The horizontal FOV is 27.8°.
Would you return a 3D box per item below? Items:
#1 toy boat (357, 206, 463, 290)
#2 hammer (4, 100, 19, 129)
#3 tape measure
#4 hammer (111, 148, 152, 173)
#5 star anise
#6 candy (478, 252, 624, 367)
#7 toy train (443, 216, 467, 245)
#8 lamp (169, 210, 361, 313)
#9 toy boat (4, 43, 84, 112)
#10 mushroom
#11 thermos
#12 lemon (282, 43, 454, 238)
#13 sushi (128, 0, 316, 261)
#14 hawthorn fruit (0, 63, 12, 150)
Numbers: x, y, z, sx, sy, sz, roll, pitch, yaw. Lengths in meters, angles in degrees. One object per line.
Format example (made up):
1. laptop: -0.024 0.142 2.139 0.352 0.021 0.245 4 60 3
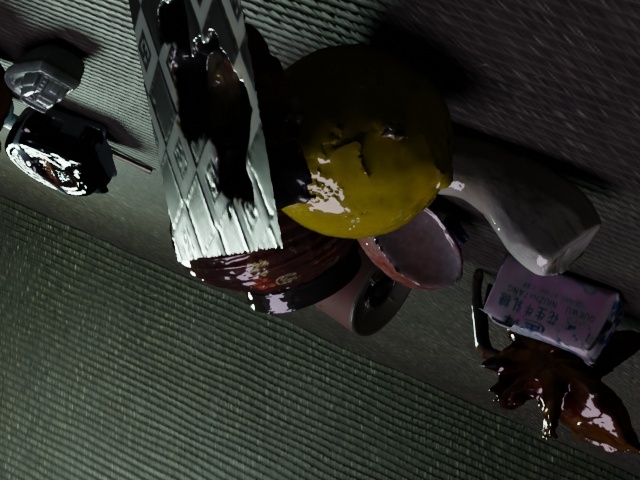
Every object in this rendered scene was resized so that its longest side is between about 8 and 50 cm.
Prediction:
1. toy boat: 0.077 -0.027 1.651 0.206 0.096 0.282 42 -179 -13
2. hammer: -0.526 -0.201 2.276 0.194 0.069 0.116 29 169 -28
3. tape measure: -0.434 -0.152 2.170 0.181 0.107 0.182 23 161 9
4. hammer: -0.378 -0.160 2.271 0.182 0.017 0.062 25 171 -6
5. star anise: 0.303 0.149 1.718 0.346 0.237 0.148 44 156 39
6. candy: 0.290 0.087 1.622 0.160 0.092 0.073 22 172 30
7. toy train: 0.171 -0.008 1.640 0.017 0.017 0.083 23 171 23
8. lamp: -0.056 -0.044 1.446 0.247 0.247 0.247 25 171 4
9. toy boat: -0.385 -0.215 1.763 0.078 0.085 0.260 29 170 -23
10. mushroom: 0.157 -0.051 1.234 0.223 0.092 0.081 31 -171 15
11. thermos: -0.013 0.013 1.861 0.265 0.146 0.176 31 -158 27
12. lemon: 0.024 -0.087 1.128 0.173 0.173 0.206 33 178 -36
13. sushi: -0.081 -0.132 1.070 0.059 0.294 0.292 -11 -177 -23
14. hawthorn fruit: -0.590 -0.204 1.928 0.262 0.258 0.258 52 180 20
